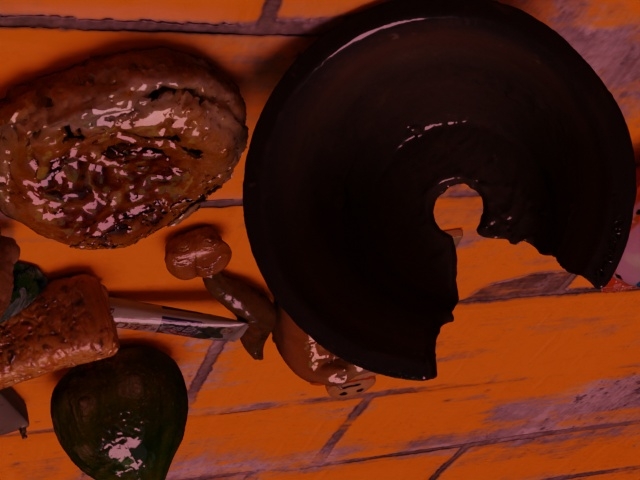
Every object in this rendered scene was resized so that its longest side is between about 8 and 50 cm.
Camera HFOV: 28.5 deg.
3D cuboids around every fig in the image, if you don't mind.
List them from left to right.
[{"bbox_3d":[-0.276,0.285,1.790,0.203,0.235,0.203,-12,157,-5],"label":"fig"}]

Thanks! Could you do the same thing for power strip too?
[{"bbox_3d":[-0.508,0.238,1.770,0.145,0.061,0.215,-15,152,-1],"label":"power strip"}]

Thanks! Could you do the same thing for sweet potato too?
[{"bbox_3d":[-0.101,0.089,1.702,0.069,0.059,0.249,-9,149,11],"label":"sweet potato"}]

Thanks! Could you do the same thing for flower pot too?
[{"bbox_3d":[0.127,-0.054,1.314,0.379,0.379,0.251,-21,173,12],"label":"flower pot"}]

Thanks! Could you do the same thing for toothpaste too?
[{"bbox_3d":[-0.208,0.104,1.659,0.233,0.038,0.060,10,151,-21],"label":"toothpaste"}]

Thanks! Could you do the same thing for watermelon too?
[{"bbox_3d":[-0.404,0.056,1.503,0.155,0.080,0.101,-6,116,-12],"label":"watermelon"}]

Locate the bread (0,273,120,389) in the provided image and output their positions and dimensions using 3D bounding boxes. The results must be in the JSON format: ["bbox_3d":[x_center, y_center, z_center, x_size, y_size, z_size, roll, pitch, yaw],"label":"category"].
[{"bbox_3d":[-0.359,0.116,1.567,0.211,0.114,0.083,-19,169,7],"label":"bread"}]

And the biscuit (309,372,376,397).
[{"bbox_3d":[0.054,0.201,2.017,0.153,0.030,0.234,-8,152,-10],"label":"biscuit"}]

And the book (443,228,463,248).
[{"bbox_3d":[0.149,0.021,1.740,0.077,0.014,0.111,-8,152,-13],"label":"book"}]

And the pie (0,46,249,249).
[{"bbox_3d":[-0.199,-0.088,1.285,0.308,0.085,0.308,-11,152,-6],"label":"pie"}]

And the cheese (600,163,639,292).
[{"bbox_3d":[0.456,-0.055,1.632,0.217,0.129,0.329,-4,133,-32],"label":"cheese"}]

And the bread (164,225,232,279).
[{"bbox_3d":[-0.153,0.017,1.548,0.083,0.046,0.081,1,146,-26],"label":"bread"}]

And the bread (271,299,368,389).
[{"bbox_3d":[0.029,0.139,1.774,0.174,0.133,0.251,-11,152,-11],"label":"bread"}]

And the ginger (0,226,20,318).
[{"bbox_3d":[-0.449,0.032,1.347,0.219,0.123,0.270,-41,140,2],"label":"ginger"}]
